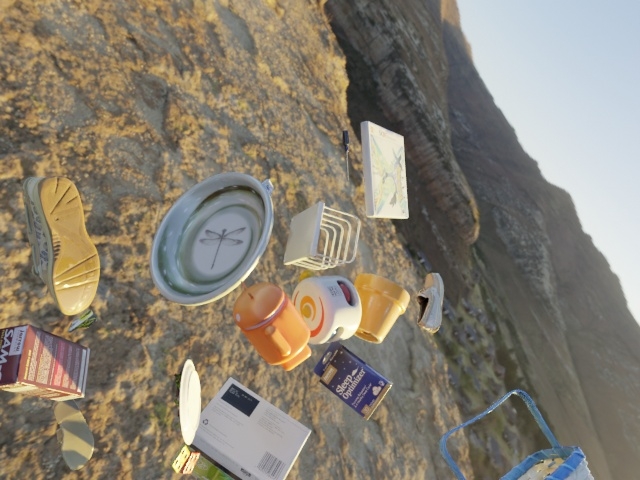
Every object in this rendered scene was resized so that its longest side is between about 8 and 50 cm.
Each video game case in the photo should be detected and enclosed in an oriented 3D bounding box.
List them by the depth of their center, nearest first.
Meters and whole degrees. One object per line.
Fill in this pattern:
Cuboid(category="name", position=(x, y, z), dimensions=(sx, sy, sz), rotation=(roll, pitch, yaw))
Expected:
Cuboid(category="video game case", position=(0.243, -0.247, 1.569), dimensions=(0.300, 0.036, 0.329), rotation=(-2, 89, -55))

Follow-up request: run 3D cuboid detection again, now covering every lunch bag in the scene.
Cuboid(category="lunch bag", position=(-0.211, -0.181, 1.589), dimensions=(0.053, 0.083, 0.071), rotation=(18, 32, 10))

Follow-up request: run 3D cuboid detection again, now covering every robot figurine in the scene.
Cuboid(category="robot figurine", position=(-0.109, 0.184, 0.945), dimensions=(0.219, 0.128, 0.158), rotation=(58, 33, -21))

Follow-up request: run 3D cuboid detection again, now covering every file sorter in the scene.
Cuboid(category="file sorter", position=(0.000, 0.000, 1.591), dimensions=(0.173, 0.277, 0.193), rotation=(16, 75, -22))

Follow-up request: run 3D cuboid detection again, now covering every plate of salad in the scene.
Cuboid(category="plate of salad", position=(-0.337, 0.401, 1.061), dimensions=(0.200, 0.048, 0.200), rotation=(176, -90, -85))

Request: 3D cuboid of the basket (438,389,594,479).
Cuboid(category="basket", position=(0.410, 0.487, 0.869), dimensions=(0.254, 0.201, 0.289), rotation=(-19, 68, -22))

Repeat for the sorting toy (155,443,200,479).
Cuboid(category="sorting toy", position=(-0.354, 0.568, 0.905), dimensions=(0.132, 0.046, 0.275), rotation=(69, 40, -63))

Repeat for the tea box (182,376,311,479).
Cuboid(category="tea box", position=(-0.256, 0.699, 1.418), dimensions=(0.328, 0.324, 0.220), rotation=(29, 40, 11))

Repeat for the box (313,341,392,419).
Cuboid(category="box", position=(0.092, 0.428, 1.319), dimensions=(0.225, 0.136, 0.036), rotation=(35, 8, 17))

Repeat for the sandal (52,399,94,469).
Cuboid(category="sandal", position=(-0.746, 0.559, 1.272), dimensions=(0.088, 0.079, 0.240), rotation=(-18, 112, -38))

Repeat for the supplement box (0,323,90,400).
Cuboid(category="supplement box", position=(-0.658, 0.298, 1.013), dimensions=(0.239, 0.073, 0.130), rotation=(79, 2, -62))

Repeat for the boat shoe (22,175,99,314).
Cuboid(category="boat shoe", position=(-0.531, 0.011, 0.866), dimensions=(0.104, 0.089, 0.285), rotation=(-25, 117, -62))

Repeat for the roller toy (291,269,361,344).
Cuboid(category="roller toy", position=(0.009, 0.197, 1.234), dimensions=(0.146, 0.191, 0.210), rotation=(0, 95, -40))

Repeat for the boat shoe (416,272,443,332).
Cuboid(category="boat shoe", position=(0.279, 0.151, 1.099), dimensions=(0.059, 0.063, 0.170), rotation=(19, 51, -9))

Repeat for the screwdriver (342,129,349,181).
Cuboid(category="screwdriver", position=(0.086, -0.270, 1.360), dimensions=(0.025, 0.024, 0.170), rotation=(0, 84, -54))

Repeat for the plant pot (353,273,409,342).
Cuboid(category="plant pot", position=(0.186, 0.249, 1.497), dimensions=(0.205, 0.205, 0.188), rotation=(42, 62, -33))

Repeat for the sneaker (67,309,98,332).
Cuboid(category="sneaker", position=(-0.608, 0.214, 1.085), dimensions=(0.035, 0.083, 0.031), rotation=(51, 8, -30))

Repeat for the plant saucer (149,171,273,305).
Cuboid(category="plant saucer", position=(-0.287, 0.001, 1.182), dimensions=(0.100, 0.400, 0.401), rotation=(47, 23, -52))
